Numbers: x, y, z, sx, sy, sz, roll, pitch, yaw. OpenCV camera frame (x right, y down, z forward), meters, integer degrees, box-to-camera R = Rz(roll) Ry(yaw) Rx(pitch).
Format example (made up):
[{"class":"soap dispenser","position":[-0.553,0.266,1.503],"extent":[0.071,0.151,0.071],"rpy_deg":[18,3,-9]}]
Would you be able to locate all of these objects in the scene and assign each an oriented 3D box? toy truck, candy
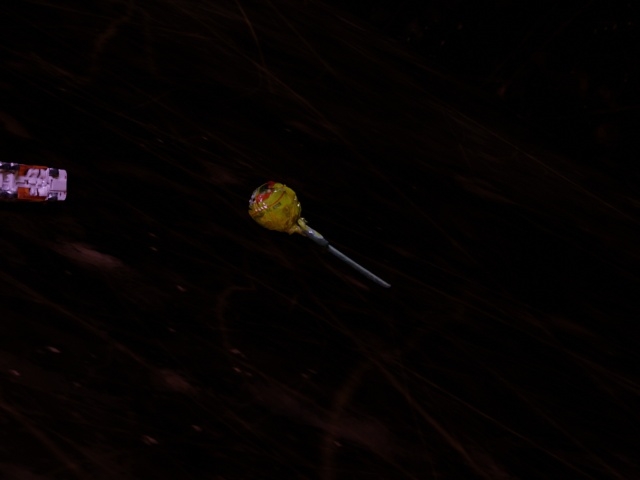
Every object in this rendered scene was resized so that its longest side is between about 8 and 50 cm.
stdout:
[{"class":"toy truck","position":[-0.181,-0.034,1.046],"extent":[0.032,0.024,0.083],"rpy_deg":[-2,-3,35]},{"class":"candy","position":[0.000,0.000,1.279],"extent":[0.123,0.035,0.035],"rpy_deg":[37,1,4]}]
